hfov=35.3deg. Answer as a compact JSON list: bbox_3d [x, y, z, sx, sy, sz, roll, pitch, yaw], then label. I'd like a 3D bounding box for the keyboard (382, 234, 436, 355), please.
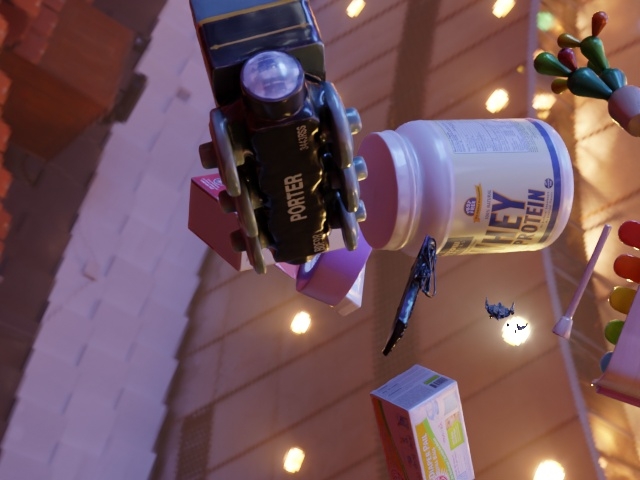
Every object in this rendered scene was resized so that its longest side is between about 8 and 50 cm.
[{"bbox_3d":[0.135,0.072,1.383,0.192,0.038,0.100,-66,177,-47],"label":"keyboard"}]

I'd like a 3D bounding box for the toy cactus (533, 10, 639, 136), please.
[{"bbox_3d":[0.384,-0.195,1.268,0.112,0.219,0.180,-60,-160,30],"label":"toy cactus"}]

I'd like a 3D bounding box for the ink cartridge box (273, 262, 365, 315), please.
[{"bbox_3d":[0.000,0.000,2.459,0.066,0.261,0.296,-33,-148,34],"label":"ink cartridge box"}]

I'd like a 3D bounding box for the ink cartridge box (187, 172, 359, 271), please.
[{"bbox_3d":[-0.085,-0.054,1.912,0.197,0.273,0.114,36,-52,44],"label":"ink cartridge box"}]

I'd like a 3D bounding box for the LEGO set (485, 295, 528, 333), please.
[{"bbox_3d":[0.292,0.122,1.609,0.023,0.054,0.083,97,-25,-44],"label":"LEGO set"}]

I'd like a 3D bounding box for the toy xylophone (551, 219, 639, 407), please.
[{"bbox_3d":[0.499,0.095,1.539,0.322,0.236,0.081,-62,177,6],"label":"toy xylophone"}]

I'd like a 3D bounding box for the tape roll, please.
[{"bbox_3d":[0.042,0.004,2.214,0.274,0.090,0.274,-61,-169,22],"label":"tape roll"}]

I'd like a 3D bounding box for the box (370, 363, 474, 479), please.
[{"bbox_3d":[0.176,0.336,1.723,0.114,0.203,0.103,-27,-155,-29],"label":"box"}]

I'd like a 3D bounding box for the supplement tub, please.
[{"bbox_3d":[0.242,-0.092,1.740,0.235,0.325,0.235,176,-90,-71],"label":"supplement tub"}]

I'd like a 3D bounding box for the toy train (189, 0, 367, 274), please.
[{"bbox_3d":[-0.041,-0.101,0.949,0.142,0.334,0.190,-14,-114,-3],"label":"toy train"}]
